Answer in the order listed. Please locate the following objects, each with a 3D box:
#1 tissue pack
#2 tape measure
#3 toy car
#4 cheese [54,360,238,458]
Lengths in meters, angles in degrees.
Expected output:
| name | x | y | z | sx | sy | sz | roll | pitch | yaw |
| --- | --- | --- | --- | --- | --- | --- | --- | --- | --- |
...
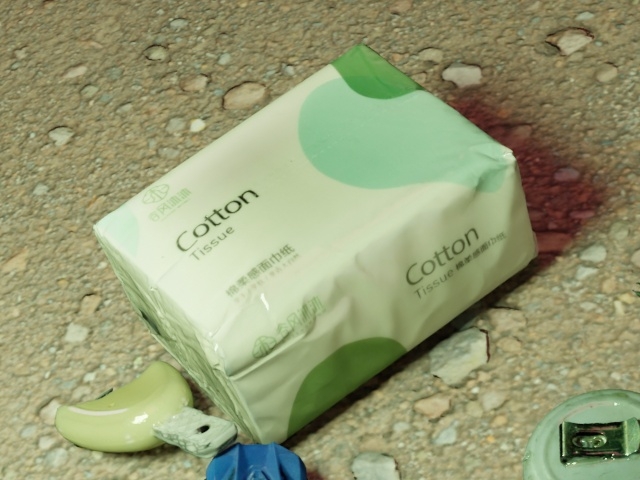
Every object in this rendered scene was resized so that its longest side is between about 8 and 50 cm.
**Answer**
| name | x | y | z | sx | sy | sz | roll | pitch | yaw |
| --- | --- | --- | --- | --- | --- | --- | --- | --- | --- |
| tissue pack | -0.001 | -0.001 | 1.834 | 0.356 | 0.194 | 0.266 | -35 | 44 | -14 |
| tape measure | 0.258 | 0.137 | 1.662 | 0.164 | 0.084 | 0.330 | -8 | 45 | 9 |
| toy car | -0.056 | 0.267 | 1.654 | 0.103 | 0.063 | 0.216 | -1 | 42 | -4 |
| cheese | -0.157 | 0.173 | 1.789 | 0.127 | 0.050 | 0.235 | -32 | 22 | -25 |
